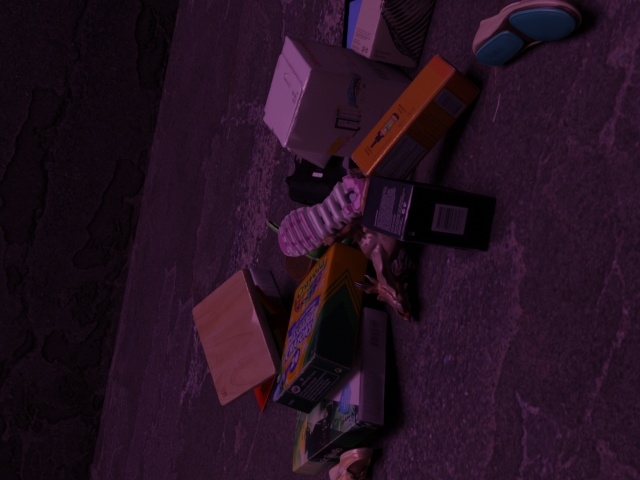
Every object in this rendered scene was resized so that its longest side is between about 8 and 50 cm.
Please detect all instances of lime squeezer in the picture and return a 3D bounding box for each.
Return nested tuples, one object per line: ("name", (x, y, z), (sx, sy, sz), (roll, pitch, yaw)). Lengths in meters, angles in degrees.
("lime squeezer", (0.000, 0.000, 1.962), (0.310, 0.059, 0.110), (-6, 111, 45))

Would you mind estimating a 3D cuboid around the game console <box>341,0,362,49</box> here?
("game console", (0.094, -0.539, 1.972), (0.213, 0.043, 0.362), (173, 102, -66))

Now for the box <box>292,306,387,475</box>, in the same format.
("box", (0.035, 0.301, 1.817), (0.322, 0.058, 0.232), (127, 154, -52))

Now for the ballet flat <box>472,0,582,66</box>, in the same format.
("ballet flat", (0.311, -0.334, 1.400), (0.248, 0.086, 0.086), (169, 106, -66))

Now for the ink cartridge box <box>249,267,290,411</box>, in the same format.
("ink cartridge box", (-0.161, 0.248, 2.326), (0.239, 0.060, 0.275), (-116, 40, -53))

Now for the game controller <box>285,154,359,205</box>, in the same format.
("game controller", (0.011, -0.155, 2.060), (0.319, 0.067, 0.167), (17, 85, 65))

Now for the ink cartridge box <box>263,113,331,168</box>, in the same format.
("ink cartridge box", (-0.021, -0.284, 2.035), (0.172, 0.100, 0.237), (-59, 26, 11))

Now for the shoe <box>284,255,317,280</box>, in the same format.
("shoe", (-0.019, 0.013, 2.082), (0.076, 0.058, 0.219), (48, 140, 18))

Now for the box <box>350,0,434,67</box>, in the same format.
("box", (0.152, -0.473, 1.742), (0.094, 0.113, 0.275), (-132, 52, -59))

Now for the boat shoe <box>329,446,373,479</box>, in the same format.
("boat shoe", (0.063, 0.442, 1.773), (0.170, 0.063, 0.059), (115, 149, -55))

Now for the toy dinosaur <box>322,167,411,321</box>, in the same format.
("toy dinosaur", (0.118, -0.012, 1.711), (0.127, 0.200, 0.296), (-1, 55, 27))

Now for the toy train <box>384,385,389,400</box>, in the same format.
("toy train", (0.113, 0.263, 1.748), (0.024, 0.017, 0.083), (97, 162, -45))

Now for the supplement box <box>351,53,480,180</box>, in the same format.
("supplement box", (0.160, -0.198, 1.591), (0.233, 0.080, 0.078), (-48, 36, 13))

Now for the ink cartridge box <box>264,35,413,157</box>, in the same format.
("ink cartridge box", (0.035, -0.271, 1.801), (0.171, 0.232, 0.168), (-118, 41, -53))

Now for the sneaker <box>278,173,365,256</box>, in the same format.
("sneaker", (0.024, -0.039, 1.840), (0.236, 0.104, 0.095), (-33, 68, 24))

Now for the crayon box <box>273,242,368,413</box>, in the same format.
("crayon box", (0.006, 0.148, 1.824), (0.203, 0.083, 0.323), (126, 161, -47))

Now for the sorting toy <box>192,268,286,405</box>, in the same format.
("sorting toy", (-0.178, 0.230, 2.230), (0.257, 0.089, 0.256), (-38, 66, 46))

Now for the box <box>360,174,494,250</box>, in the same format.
("box", (0.173, -0.046, 1.527), (0.158, 0.155, 0.093), (-158, 77, -66))
